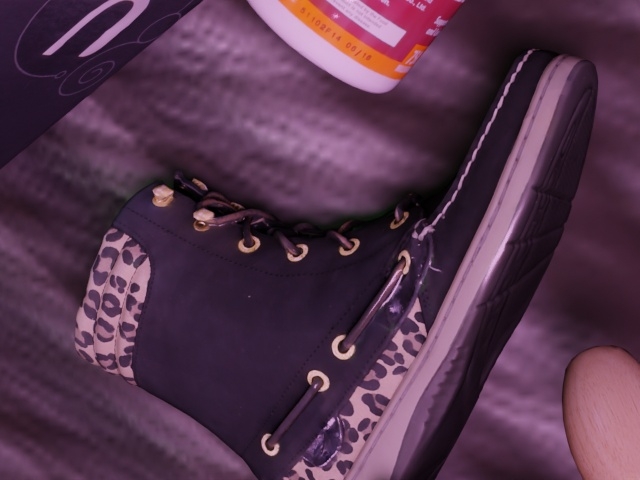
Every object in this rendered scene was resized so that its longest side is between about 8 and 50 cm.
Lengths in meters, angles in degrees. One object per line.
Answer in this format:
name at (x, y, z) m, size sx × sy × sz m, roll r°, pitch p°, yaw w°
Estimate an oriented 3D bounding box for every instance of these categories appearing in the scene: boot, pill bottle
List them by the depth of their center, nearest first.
pill bottle at (0.041, -0.142, 0.515) m, size 0.086 × 0.086 × 0.152 m, roll 45°, pitch 110°, yaw 14°
boot at (-0.001, 0.001, 0.548) m, size 0.178 × 0.085 × 0.236 m, roll 30°, pitch 106°, yaw 21°

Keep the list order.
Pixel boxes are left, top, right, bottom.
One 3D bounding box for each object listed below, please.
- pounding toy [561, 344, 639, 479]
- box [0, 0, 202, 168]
pounding toy at (0.085, 0.185, 0.472) m, size 0.155 × 0.154 × 0.269 m, roll 9°, pitch 126°, yaw -11°
box at (-0.150, -0.144, 0.554) m, size 0.270 × 0.165 × 0.143 m, roll -35°, pitch 82°, yaw 23°
